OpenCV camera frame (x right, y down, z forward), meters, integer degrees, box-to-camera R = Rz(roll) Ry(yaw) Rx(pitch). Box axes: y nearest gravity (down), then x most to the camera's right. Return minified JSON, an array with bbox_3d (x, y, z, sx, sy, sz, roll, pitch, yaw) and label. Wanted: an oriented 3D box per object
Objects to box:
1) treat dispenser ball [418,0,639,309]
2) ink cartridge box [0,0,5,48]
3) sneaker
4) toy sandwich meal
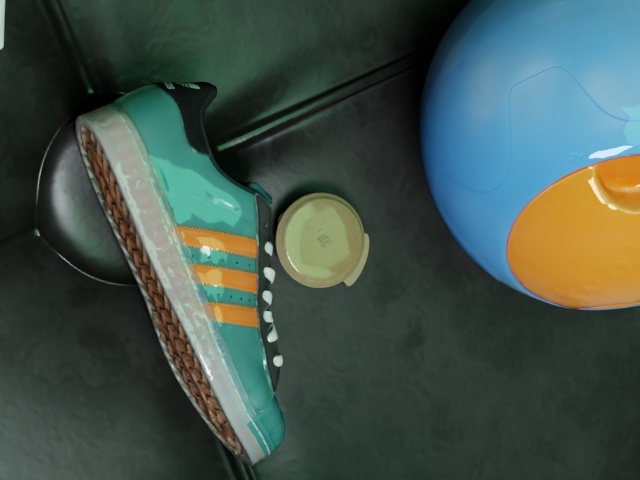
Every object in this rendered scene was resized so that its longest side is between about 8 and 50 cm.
[{"bbox_3d":[0.220,-0.088,1.479,0.288,0.288,0.288,-1,93,-26],"label":"treat dispenser ball"},{"bbox_3d":[-0.325,-0.239,1.296,0.207,0.119,0.353,1,92,-27],"label":"ink cartridge box"},{"bbox_3d":[-0.075,0.021,1.438,0.121,0.108,0.302,-26,102,-19],"label":"sneaker"},{"bbox_3d":[0.000,0.000,1.520,0.085,0.029,0.086,-1,92,-21],"label":"toy sandwich meal"}]
